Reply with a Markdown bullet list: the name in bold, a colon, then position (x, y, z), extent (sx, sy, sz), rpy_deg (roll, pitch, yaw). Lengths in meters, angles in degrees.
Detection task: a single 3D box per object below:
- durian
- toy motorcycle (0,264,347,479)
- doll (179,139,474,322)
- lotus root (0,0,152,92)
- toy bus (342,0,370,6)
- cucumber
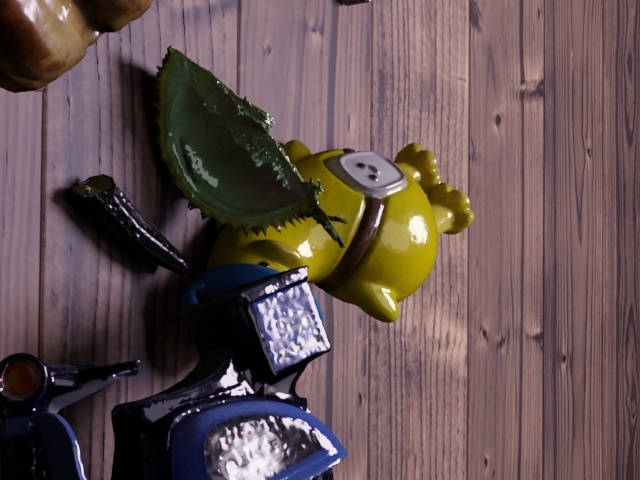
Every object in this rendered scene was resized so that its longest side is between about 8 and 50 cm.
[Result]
- **durian**: position (-0.068, -0.064, 1.072), extent (0.215, 0.100, 0.086), rpy_deg (46, 54, -9)
- **toy motorcycle**: position (-0.126, 0.150, 0.902), extent (0.358, 0.125, 0.213), rpy_deg (-21, 92, -46)
- **doll**: position (0.000, 0.000, 1.190), extent (0.199, 0.145, 0.363), rpy_deg (51, 42, 12)
- **lotus root**: position (-0.210, -0.222, 0.785), extent (0.291, 0.193, 0.193), rpy_deg (50, 49, -46)
- **toy bus**: position (0.052, -0.301, 1.352), extent (0.052, 0.037, 0.131), rpy_deg (54, 47, -37)
- **cucumber**: position (-0.148, -0.007, 1.019), extent (0.034, 0.033, 0.135), rpy_deg (-41, 135, -4)
